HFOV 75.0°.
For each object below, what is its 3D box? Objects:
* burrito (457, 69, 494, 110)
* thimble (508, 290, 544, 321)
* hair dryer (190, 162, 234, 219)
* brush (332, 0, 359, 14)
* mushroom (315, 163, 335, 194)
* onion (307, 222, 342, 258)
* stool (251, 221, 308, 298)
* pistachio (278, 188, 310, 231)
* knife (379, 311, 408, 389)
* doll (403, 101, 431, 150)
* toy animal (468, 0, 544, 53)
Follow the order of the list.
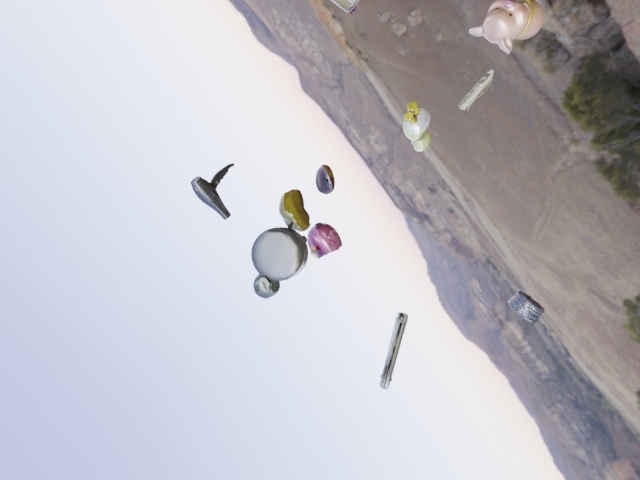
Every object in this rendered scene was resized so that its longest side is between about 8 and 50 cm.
[{"bbox_3d":[0.738,-0.703,1.971,0.060,0.226,0.087,41,-168,7],"label":"burrito"},{"bbox_3d":[0.698,0.223,1.419,0.104,0.066,0.095,24,-157,-31],"label":"thimble"},{"bbox_3d":[-0.378,-0.214,1.603,0.195,0.075,0.219,52,-129,-35],"label":"hair dryer"},{"bbox_3d":[0.019,-0.887,1.455,0.321,0.060,0.050,48,-164,21],"label":"brush"},{"bbox_3d":[0.015,-0.248,1.702,0.052,0.123,0.123,-10,-124,-29],"label":"mushroom"},{"bbox_3d":[0.012,-0.006,2.252,0.200,0.201,0.207,56,-177,4],"label":"onion"},{"bbox_3d":[-0.129,0.054,1.242,0.153,0.228,0.139,47,-171,8],"label":"stool"},{"bbox_3d":[-0.100,-0.105,1.496,0.110,0.100,0.189,28,-140,-47],"label":"pistachio"},{"bbox_3d":[0.237,0.347,1.350,0.073,0.041,0.265,84,-156,-51],"label":"knife"},{"bbox_3d":[0.427,-0.485,1.846,0.296,0.117,0.141,53,-129,-66],"label":"doll"},{"bbox_3d":[0.652,-0.744,1.406,0.165,0.248,0.149,45,154,40],"label":"toy animal"}]
